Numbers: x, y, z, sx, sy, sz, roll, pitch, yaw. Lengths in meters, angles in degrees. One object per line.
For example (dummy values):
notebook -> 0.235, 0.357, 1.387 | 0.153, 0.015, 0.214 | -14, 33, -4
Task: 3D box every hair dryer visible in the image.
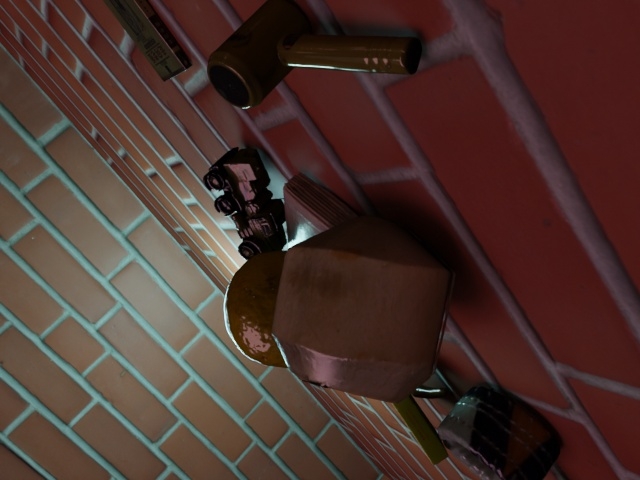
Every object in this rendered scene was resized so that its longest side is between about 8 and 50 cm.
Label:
hair dryer -> -0.009, -0.226, 0.673 | 0.279, 0.135, 0.090 | 17, 148, 37

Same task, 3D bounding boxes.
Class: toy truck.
toy truck -> -0.146, -0.078, 1.230 | 0.127, 0.127, 0.256 | 0, 124, 30

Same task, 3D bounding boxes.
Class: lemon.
lemon -> -0.083, 0.142, 1.158 | 0.267, 0.267, 0.267 | 40, 160, 17

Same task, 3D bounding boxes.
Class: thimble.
thimble -> 0.378, 0.434, 1.161 | 0.237, 0.150, 0.237 | 40, 163, 15

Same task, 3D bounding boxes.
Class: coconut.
coconut -> 0.073, 0.109, 0.932 | 0.323, 0.323, 0.323 | 40, 160, 17

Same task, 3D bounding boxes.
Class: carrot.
carrot -> 0.294, 0.407, 1.464 | 0.037, 0.037, 0.190 | 47, 158, -4

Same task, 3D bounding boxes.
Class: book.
book -> -0.366, -0.440, 1.118 | 0.230, 0.026, 0.161 | 54, 159, -25

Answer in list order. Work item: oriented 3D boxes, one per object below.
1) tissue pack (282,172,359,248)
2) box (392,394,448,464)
tissue pack -> 0.000, 0.000, 1.184 | 0.170, 0.071, 0.325 | 42, 161, 17
box -> 0.235, 0.438, 1.358 | 0.187, 0.047, 0.335 | 55, 180, 15
